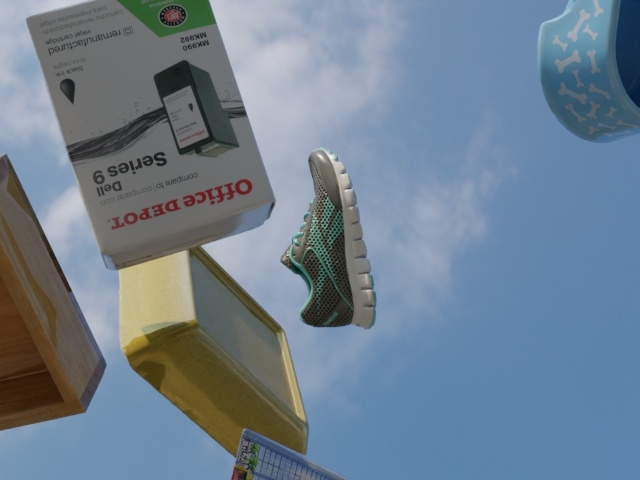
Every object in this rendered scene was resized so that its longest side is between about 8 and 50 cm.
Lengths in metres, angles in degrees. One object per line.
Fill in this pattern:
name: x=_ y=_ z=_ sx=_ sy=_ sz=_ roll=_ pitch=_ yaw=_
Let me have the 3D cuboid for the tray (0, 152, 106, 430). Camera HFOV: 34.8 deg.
tray: x=-0.406 y=0.080 z=0.836 sx=0.410 sy=0.076 sz=0.203 roll=-13 pitch=-64 yaw=13

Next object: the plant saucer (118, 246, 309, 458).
plant saucer: x=-0.131 y=0.137 z=1.375 sx=0.081 sy=0.333 sz=0.333 roll=-37 pitch=-60 yaw=9

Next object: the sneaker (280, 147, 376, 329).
sneaker: x=0.000 y=0.000 z=0.895 sx=0.076 sy=0.065 sz=0.167 roll=-10 pitch=-104 yaw=-3

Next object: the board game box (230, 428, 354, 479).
board game box: x=-0.005 y=0.303 z=1.024 sx=0.194 sy=0.194 sz=0.060 roll=5 pitch=-18 yaw=25

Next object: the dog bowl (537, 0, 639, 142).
dog bowl: x=0.285 y=-0.233 z=0.900 sx=0.165 sy=0.074 sz=0.297 roll=5 pitch=-86 yaw=-32

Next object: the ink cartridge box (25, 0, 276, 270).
ink cartridge box: x=-0.193 y=-0.135 z=1.191 sx=0.211 sy=0.121 sz=0.289 roll=-18 pitch=-97 yaw=-11
